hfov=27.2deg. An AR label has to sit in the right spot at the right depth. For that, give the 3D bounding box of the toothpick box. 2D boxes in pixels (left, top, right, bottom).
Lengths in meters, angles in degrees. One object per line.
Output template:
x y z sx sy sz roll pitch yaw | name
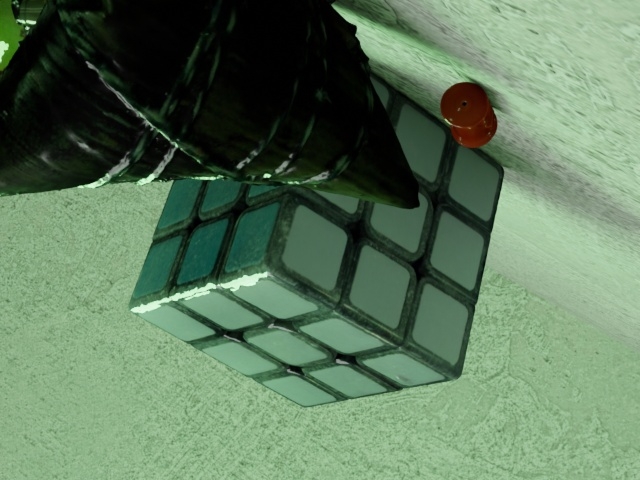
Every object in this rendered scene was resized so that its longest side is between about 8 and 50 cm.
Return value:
0.142 -0.119 1.261 0.047 0.047 0.083 31 179 16 | toothpick box

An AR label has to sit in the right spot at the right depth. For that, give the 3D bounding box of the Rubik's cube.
0.000 0.000 1.604 0.303 0.301 0.305 32 149 -28 | Rubik's cube

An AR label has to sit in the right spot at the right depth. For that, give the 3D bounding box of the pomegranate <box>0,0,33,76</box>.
-0.492 -0.373 1.956 0.323 0.291 0.291 42 174 -31 | pomegranate

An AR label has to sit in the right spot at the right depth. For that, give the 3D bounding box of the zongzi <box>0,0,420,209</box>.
-0.152 -0.127 1.157 0.383 0.362 0.319 28 -160 -54 | zongzi

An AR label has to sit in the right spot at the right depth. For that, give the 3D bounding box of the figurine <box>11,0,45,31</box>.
-0.289 -0.307 1.690 0.196 0.108 0.114 -5 164 11 | figurine
